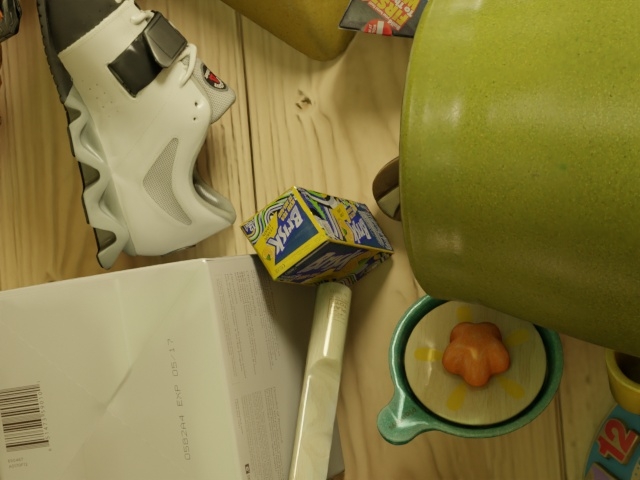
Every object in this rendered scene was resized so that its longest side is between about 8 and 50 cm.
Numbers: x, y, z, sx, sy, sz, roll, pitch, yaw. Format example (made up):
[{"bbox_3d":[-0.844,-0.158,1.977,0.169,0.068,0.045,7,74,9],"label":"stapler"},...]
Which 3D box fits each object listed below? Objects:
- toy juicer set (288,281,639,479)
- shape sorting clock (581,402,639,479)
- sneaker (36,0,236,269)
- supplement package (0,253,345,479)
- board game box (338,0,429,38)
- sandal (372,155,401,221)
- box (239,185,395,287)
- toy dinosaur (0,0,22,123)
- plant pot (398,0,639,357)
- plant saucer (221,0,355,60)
[{"bbox_3d":[0.110,0.064,1.485,0.329,0.089,0.209,-13,60,-4],"label":"toy juicer set"},{"bbox_3d":[0.288,0.201,1.483,0.206,0.040,0.206,-15,70,45],"label":"shape sorting clock"},{"bbox_3d":[-0.151,-0.146,1.587,0.146,0.122,0.331,-12,113,3],"label":"sneaker"},{"bbox_3d":[-0.121,0.120,1.523,0.198,0.262,0.199,-9,89,17],"label":"supplement package"},{"bbox_3d":[0.116,-0.217,1.539,0.194,0.060,0.194,41,105,-2],"label":"board game box"},{"bbox_3d":[0.126,-0.068,1.559,0.180,0.049,0.072,-22,95,26],"label":"sandal"},{"bbox_3d":[0.000,0.000,1.531,0.059,0.169,0.054,-37,74,14],"label":"box"},{"bbox_3d":[-0.355,-0.161,1.637,0.218,0.164,0.322,-2,92,17],"label":"toy dinosaur"},{"bbox_3d":[0.250,-0.064,1.354,0.353,0.366,0.366,4,92,17],"label":"plant pot"},{"bbox_3d":[-0.051,-0.371,1.587,0.332,0.081,0.333,33,100,13],"label":"plant saucer"}]
